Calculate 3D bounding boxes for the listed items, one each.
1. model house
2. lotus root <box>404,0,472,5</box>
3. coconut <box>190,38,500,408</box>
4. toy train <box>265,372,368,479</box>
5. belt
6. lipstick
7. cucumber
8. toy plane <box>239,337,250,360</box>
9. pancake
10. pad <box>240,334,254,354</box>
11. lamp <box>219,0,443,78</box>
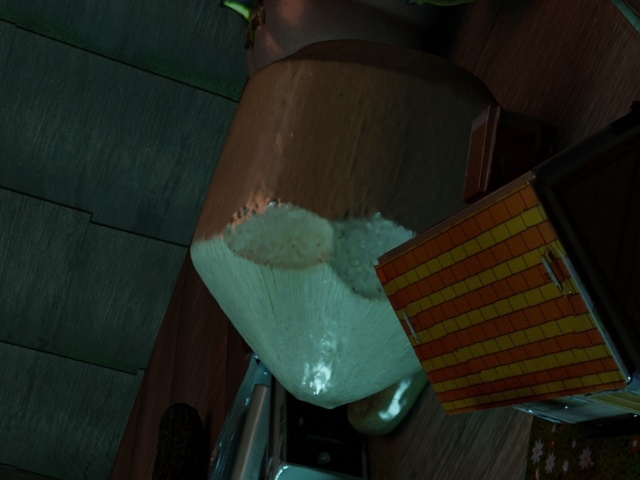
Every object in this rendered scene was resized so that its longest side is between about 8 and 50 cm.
[{"bbox_3d":[0.118,0.045,0.546,0.294,0.154,0.207,142,144,-70],"label":"model house"},{"bbox_3d":[0.138,-0.301,0.974,0.160,0.146,0.284,-57,6,-38],"label":"lotus root"},{"bbox_3d":[0.029,-0.006,0.846,0.237,0.237,0.266,141,150,-70],"label":"coconut"},{"bbox_3d":[-0.008,0.129,1.209,0.407,0.086,0.088,-90,17,-57],"label":"toy train"},{"bbox_3d":[-0.074,0.207,1.442,0.087,0.072,0.302,-83,12,-57],"label":"belt"},{"bbox_3d":[-0.067,0.289,1.263,0.077,0.079,0.253,158,129,-76],"label":"lipstick"},{"bbox_3d":[-0.242,0.391,1.940,0.359,0.096,0.096,-93,22,-66],"label":"cucumber"},{"bbox_3d":[-0.068,0.119,1.566,0.171,0.065,0.162,124,171,-69],"label":"toy plane"},{"bbox_3d":[0.064,0.057,1.044,0.242,0.050,0.242,-162,90,-79],"label":"pancake"},{"bbox_3d":[0.000,0.000,1.244,0.267,0.004,0.181,-45,23,10],"label":"pad"},{"bbox_3d":[0.010,-0.274,1.286,0.305,0.240,0.305,-163,90,-80],"label":"lamp"}]
